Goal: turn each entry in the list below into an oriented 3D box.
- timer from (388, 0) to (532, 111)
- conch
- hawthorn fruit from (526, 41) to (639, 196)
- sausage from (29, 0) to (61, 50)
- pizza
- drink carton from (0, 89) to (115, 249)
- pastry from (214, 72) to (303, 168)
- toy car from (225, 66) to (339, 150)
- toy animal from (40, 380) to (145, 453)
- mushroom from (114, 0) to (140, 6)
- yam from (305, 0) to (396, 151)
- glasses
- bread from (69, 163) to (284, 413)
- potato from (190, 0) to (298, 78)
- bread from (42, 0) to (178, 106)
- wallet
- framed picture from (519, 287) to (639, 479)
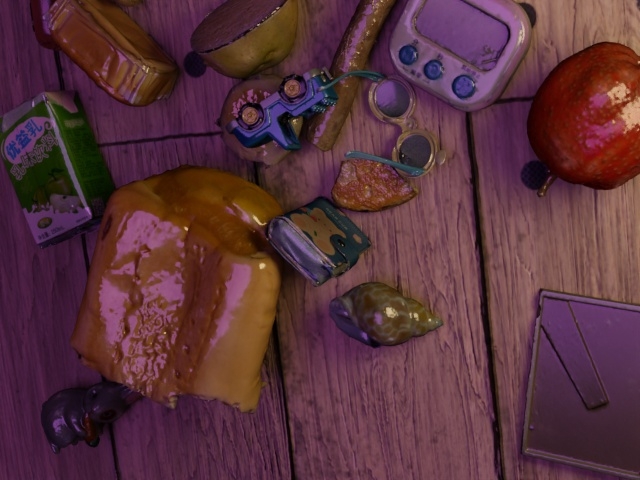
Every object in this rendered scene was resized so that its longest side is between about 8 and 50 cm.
[{"bbox_3d":[0.221,-0.317,1.679,0.208,0.069,0.191,34,111,16],"label":"timer"},{"bbox_3d":[0.099,0.124,1.798,0.173,0.106,0.116,-1,119,42],"label":"conch"},{"bbox_3d":[0.398,-0.164,1.558,0.205,0.205,0.253,48,119,9],"label":"hawthorn fruit"},{"bbox_3d":[-0.505,-0.427,1.981,0.076,0.076,0.141,-1,99,24],"label":"sausage"},{"bbox_3d":[0.087,-0.096,1.795,0.160,0.036,0.099,-7,105,25],"label":"pizza"},{"bbox_3d":[-0.500,-0.136,2.010,0.161,0.108,0.271,-22,90,26],"label":"drink carton"},{"bbox_3d":[-0.100,-0.211,1.830,0.165,0.088,0.166,5,102,24],"label":"pastry"},{"bbox_3d":[-0.051,-0.201,1.718,0.191,0.097,0.100,-30,87,14],"label":"toy car"},{"bbox_3d":[-0.448,0.324,2.070,0.236,0.108,0.138,-40,82,24],"label":"toy animal"},{"bbox_3d":[-0.276,-0.499,1.854,0.247,0.096,0.108,-18,92,30],"label":"mushroom"},{"bbox_3d":[0.050,-0.294,1.760,0.066,0.066,0.300,30,110,17],"label":"yam"},{"bbox_3d":[0.076,-0.183,1.694,0.088,0.220,0.190,-35,71,44],"label":"glasses"},{"bbox_3d":[-0.213,0.069,1.850,0.361,0.250,0.394,21,103,17],"label":"bread"},{"bbox_3d":[-0.109,-0.345,1.793,0.202,0.182,0.117,-33,120,4],"label":"potato"},{"bbox_3d":[-0.377,-0.346,1.903,0.241,0.136,0.107,45,113,9],"label":"bread"},{"bbox_3d":[-0.001,0.001,1.759,0.141,0.202,0.059,43,112,7],"label":"wallet"},{"bbox_3d":[0.440,0.234,1.708,0.211,0.020,0.290,9,103,22],"label":"framed picture"}]
